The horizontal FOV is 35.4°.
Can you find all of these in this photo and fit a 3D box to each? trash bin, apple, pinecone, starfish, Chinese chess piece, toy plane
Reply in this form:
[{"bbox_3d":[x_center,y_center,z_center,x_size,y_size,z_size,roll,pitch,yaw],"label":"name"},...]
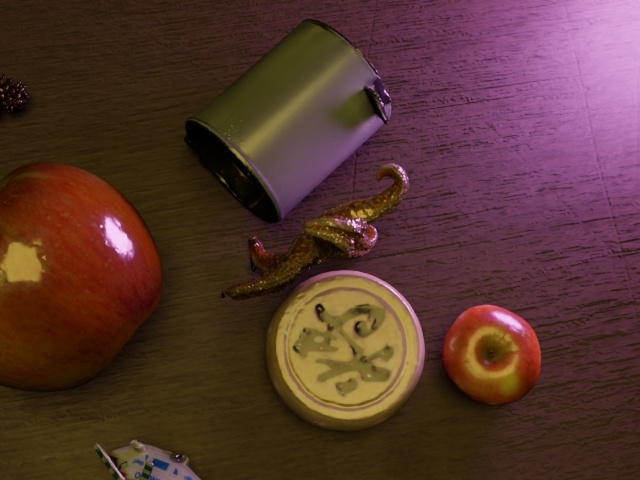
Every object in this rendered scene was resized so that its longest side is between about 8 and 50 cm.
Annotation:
[{"bbox_3d":[-0.051,-0.191,1.618,0.262,0.217,0.277,-44,43,-14],"label":"trash bin"},{"bbox_3d":[0.275,0.186,1.611,0.163,0.139,0.163,-1,79,7],"label":"apple"},{"bbox_3d":[-0.405,0.060,1.473,0.339,0.339,0.339,1,77,-5],"label":"apple"},{"bbox_3d":[-0.529,-0.243,1.663,0.083,0.077,0.077,-12,78,-12],"label":"pinecone"},{"bbox_3d":[-0.002,-0.003,1.570,0.312,0.303,0.113,-26,88,-52],"label":"starfish"},{"bbox_3d":[0.038,0.176,1.605,0.257,0.104,0.257,1,76,-6],"label":"Chinese chess piece"},{"bbox_3d":[-0.199,0.364,1.512,0.273,0.182,0.107,-1,37,25],"label":"toy plane"}]
